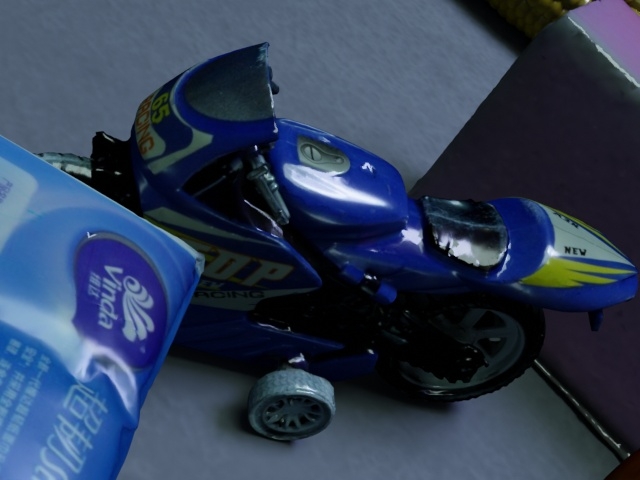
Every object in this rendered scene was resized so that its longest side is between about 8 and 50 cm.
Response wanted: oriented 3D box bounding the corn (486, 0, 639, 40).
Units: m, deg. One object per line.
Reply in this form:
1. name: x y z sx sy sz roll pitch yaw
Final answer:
1. corn: 0.154 -0.233 0.986 0.305 0.106 0.106 38 39 6

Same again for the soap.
1. soap: 0.187 0.010 0.709 0.259 0.181 0.081 47 39 12

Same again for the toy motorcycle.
1. toy motorcycle: 0.000 0.000 0.579 0.315 0.169 0.113 17 43 -24

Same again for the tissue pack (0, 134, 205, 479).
1. tissue pack: -0.177 0.078 0.382 0.198 0.146 0.263 30 39 -13

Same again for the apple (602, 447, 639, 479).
1. apple: 0.239 0.211 0.457 0.365 0.295 0.328 12 50 -18
